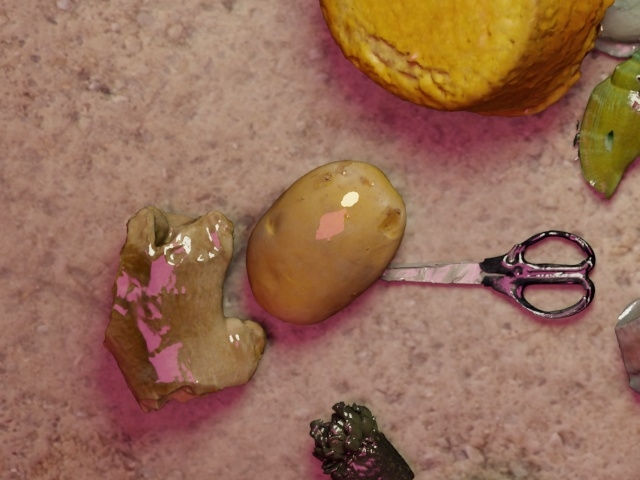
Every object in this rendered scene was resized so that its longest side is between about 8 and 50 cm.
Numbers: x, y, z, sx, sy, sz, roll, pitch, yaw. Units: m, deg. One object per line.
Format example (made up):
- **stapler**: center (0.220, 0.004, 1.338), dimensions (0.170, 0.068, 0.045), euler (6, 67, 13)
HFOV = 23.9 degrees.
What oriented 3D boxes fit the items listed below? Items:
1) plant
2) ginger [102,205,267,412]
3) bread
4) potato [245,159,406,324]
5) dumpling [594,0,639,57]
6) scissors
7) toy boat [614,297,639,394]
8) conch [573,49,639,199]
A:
- **plant**: center (0.048, 0.273, 1.908), dimensions (0.094, 0.092, 0.143), euler (-41, 91, 23)
- **ginger**: center (-0.172, 0.089, 1.927), dimensions (0.221, 0.130, 0.275), euler (20, 100, 2)
- **bread**: center (0.152, -0.314, 1.714), dimensions (0.358, 0.204, 0.337), euler (40, 122, 26)
- **potato**: center (0.000, 0.000, 1.872), dimensions (0.234, 0.146, 0.150), euler (-47, 50, 14)
- **dumpling**: center (0.320, -0.305, 1.761), dimensions (0.149, 0.105, 0.216), euler (-30, 109, 1)
- **scissors**: center (0.191, 0.040, 1.880), dimensions (0.300, 0.022, 0.109), euler (1, 92, 15)
- **toy boat**: center (0.493, 0.164, 1.796), dimensions (0.206, 0.096, 0.282), euler (-41, 97, 21)
- **conch**: center (0.365, -0.154, 1.794), dimensions (0.095, 0.079, 0.201), euler (45, 114, 25)
